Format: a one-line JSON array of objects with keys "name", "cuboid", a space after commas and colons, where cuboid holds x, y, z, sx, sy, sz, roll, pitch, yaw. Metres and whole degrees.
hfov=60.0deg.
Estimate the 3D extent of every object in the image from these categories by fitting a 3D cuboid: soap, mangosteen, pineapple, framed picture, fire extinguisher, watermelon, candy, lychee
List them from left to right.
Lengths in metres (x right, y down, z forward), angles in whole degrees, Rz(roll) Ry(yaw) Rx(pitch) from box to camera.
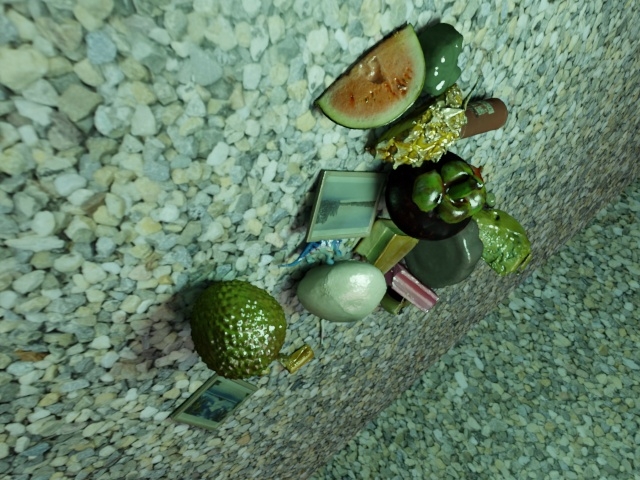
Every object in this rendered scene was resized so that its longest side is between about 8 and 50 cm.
[{"name": "framed picture", "cuboid": [-0.367, 0.572, 1.965, 0.232, 0.024, 0.315, -43, 151, -4]}, {"name": "lychee", "cuboid": [-0.217, 0.243, 1.508, 0.270, 0.270, 0.320, -34, 156, -17]}, {"name": "candy", "cuboid": [0.074, 0.167, 1.777, 0.296, 0.185, 0.295, -11, 159, -4]}, {"name": "framed picture", "cuboid": [0.080, -0.102, 1.621, 0.289, 0.016, 0.213, -5, 116, -48]}, {"name": "watermelon", "cuboid": [0.141, -0.370, 1.368, 0.303, 0.159, 0.128, -42, -172, -3]}, {"name": "soap", "cuboid": [0.328, 0.169, 2.137, 0.250, 0.162, 0.099, 37, 99, -18]}, {"name": "pineapple", "cuboid": [0.305, -0.291, 1.501, 0.335, 0.161, 0.158, -35, -171, -5]}, {"name": "mangosteen", "cuboid": [0.345, -0.139, 1.676, 0.311, 0.311, 0.311, -31, 147, -22]}, {"name": "fire extinguisher", "cuboid": [0.431, -0.382, 1.688, 0.337, 0.107, 0.147, -20, 111, -36]}]

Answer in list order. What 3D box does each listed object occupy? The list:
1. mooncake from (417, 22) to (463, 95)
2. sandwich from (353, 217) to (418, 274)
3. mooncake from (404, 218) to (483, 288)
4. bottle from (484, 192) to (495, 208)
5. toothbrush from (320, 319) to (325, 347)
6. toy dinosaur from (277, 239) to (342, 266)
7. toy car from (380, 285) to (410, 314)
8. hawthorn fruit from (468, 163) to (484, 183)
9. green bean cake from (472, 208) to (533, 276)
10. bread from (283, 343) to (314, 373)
[{"name": "mooncake", "cuboid": [0.304, -0.462, 1.423, 0.175, 0.104, 0.168, 7, 117, -57]}, {"name": "sandwich", "cuboid": [0.232, 0.025, 1.932, 0.220, 0.108, 0.186, 2, 127, -55]}, {"name": "mooncake", "cuboid": [0.446, 0.023, 2.025, 0.154, 0.306, 0.305, -24, 145, -42]}, {"name": "bottle", "cuboid": [0.717, -0.164, 2.349, 0.063, 0.047, 0.101, -38, 155, 5]}, {"name": "toothbrush", "cuboid": [0.008, 0.362, 2.166, 0.017, 0.022, 0.204, -33, 145, -24]}, {"name": "toy dinosaur", "cuboid": [0.016, 0.011, 1.686, 0.329, 0.076, 0.144, -41, 140, -14]}, {"name": "toy car", "cuboid": [0.363, 0.197, 2.311, 0.257, 0.101, 0.124, -32, 139, -23]}, {"name": "hawthorn fruit", "cuboid": [0.485, -0.194, 1.924, 0.188, 0.169, 0.169, -51, 150, 2]}, {"name": "green bean cake", "cuboid": [0.703, -0.007, 2.259, 0.285, 0.310, 0.202, -8, 136, -49]}, {"name": "bread", "cuboid": [-0.085, 0.456, 2.137, 0.132, 0.053, 0.074, -37, 153, -13]}]
